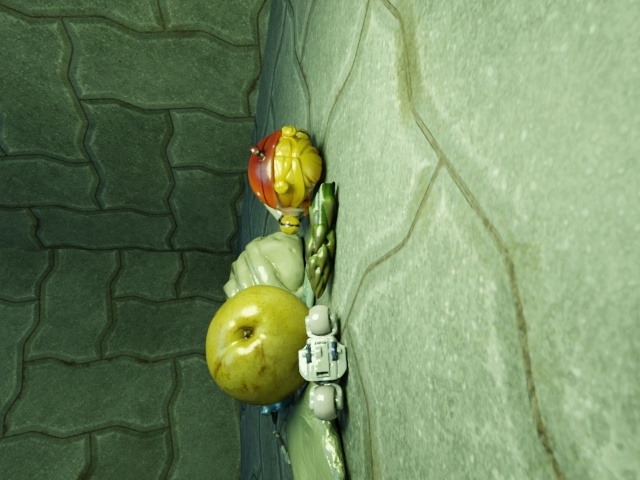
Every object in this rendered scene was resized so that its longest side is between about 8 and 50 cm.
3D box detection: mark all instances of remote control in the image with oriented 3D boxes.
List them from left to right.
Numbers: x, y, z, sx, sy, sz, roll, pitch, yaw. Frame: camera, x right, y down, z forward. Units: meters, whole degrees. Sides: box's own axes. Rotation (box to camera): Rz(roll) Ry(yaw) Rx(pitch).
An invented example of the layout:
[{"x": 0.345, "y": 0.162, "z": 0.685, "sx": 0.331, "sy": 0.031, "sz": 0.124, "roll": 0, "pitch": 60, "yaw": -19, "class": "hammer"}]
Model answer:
[{"x": -0.027, "y": 0.110, "z": 1.291, "sx": 0.061, "sy": 0.029, "sz": 0.162, "roll": -155, "pitch": 73, "yaw": -72, "class": "remote control"}]

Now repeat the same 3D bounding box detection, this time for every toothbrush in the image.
[{"x": -0.140, "y": 0.738, "z": 1.643, "sx": 0.288, "sy": 0.024, "sz": 0.026, "roll": 165, "pitch": 107, "yaw": -75, "class": "toothbrush"}]

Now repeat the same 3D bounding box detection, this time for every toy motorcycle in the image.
[{"x": 0.010, "y": 0.274, "z": 1.034, "sx": 0.112, "sy": 0.113, "sz": 0.254, "roll": 122, "pitch": 147, "yaw": -62, "class": "toy motorcycle"}]

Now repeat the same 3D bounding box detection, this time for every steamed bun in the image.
[{"x": -0.185, "y": 0.143, "z": 1.456, "sx": 0.352, "sy": 0.247, "sz": 0.339, "roll": 141, "pitch": 131, "yaw": -76, "class": "steamed bun"}]

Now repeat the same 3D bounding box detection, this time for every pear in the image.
[{"x": -0.143, "y": 0.265, "z": 1.160, "sx": 0.314, "sy": 0.314, "sz": 0.314, "roll": -178, "pitch": 90, "yaw": -75, "class": "pear"}]

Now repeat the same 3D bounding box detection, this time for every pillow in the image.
[{"x": -0.013, "y": 0.503, "z": 1.104, "sx": 0.274, "sy": 0.076, "sz": 0.280, "roll": -108, "pitch": 30, "yaw": -46, "class": "pillow"}]

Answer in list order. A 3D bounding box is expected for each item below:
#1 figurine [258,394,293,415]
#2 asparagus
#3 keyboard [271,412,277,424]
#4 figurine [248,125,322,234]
[{"x": -0.177, "y": 0.498, "z": 1.574, "sx": 0.262, "sy": 0.154, "sz": 0.180, "roll": -102, "pitch": 31, "yaw": -53, "class": "figurine"}, {"x": 0.000, "y": 0.000, "z": 1.117, "sx": 0.080, "sy": 0.080, "sz": 0.287, "roll": -175, "pitch": 87, "yaw": -75, "class": "asparagus"}, {"x": -0.207, "y": 0.671, "z": 1.914, "sx": 0.250, "sy": 0.017, "sz": 0.087, "roll": -147, "pitch": 61, "yaw": -72, "class": "keyboard"}, {"x": -0.100, "y": -0.179, "z": 1.273, "sx": 0.323, "sy": 0.196, "sz": 0.320, "roll": 108, "pitch": 167, "yaw": -74, "class": "figurine"}]
